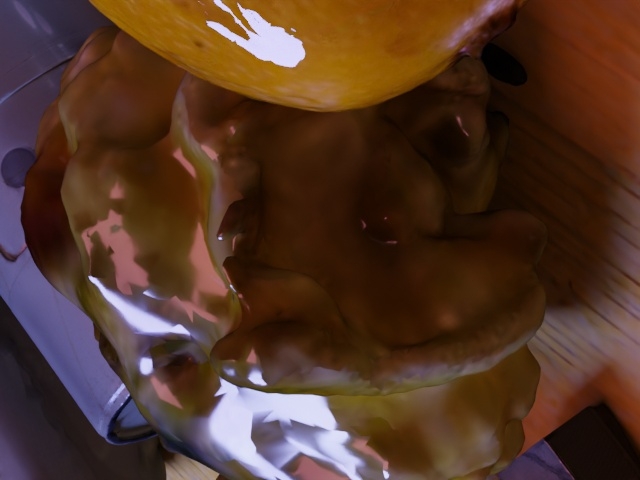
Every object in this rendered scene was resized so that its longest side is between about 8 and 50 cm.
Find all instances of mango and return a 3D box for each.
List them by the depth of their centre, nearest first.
[{"bbox_3d":[-0.033,-0.176,0.498,0.294,0.177,0.120,63,-167,4],"label":"mango"}]

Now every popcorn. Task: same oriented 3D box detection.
[{"bbox_3d":[-0.003,-0.001,0.620,0.218,0.169,0.189,46,156,3],"label":"popcorn"}]

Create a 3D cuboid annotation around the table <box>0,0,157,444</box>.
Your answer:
[{"bbox_3d":[-0.109,-0.029,0.799,0.220,0.126,0.126,52,150,16],"label":"table"}]

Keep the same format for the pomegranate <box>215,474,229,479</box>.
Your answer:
[{"bbox_3d":[0.056,0.230,0.723,0.231,0.231,0.285,114,148,-56],"label":"pomegranate"}]

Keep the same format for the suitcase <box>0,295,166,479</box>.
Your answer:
[{"bbox_3d":[-0.219,0.058,0.952,0.351,0.194,0.339,60,-177,-12],"label":"suitcase"}]

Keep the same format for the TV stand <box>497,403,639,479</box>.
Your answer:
[{"bbox_3d":[0.162,0.179,0.655,0.256,0.040,0.049,53,152,11],"label":"TV stand"}]
